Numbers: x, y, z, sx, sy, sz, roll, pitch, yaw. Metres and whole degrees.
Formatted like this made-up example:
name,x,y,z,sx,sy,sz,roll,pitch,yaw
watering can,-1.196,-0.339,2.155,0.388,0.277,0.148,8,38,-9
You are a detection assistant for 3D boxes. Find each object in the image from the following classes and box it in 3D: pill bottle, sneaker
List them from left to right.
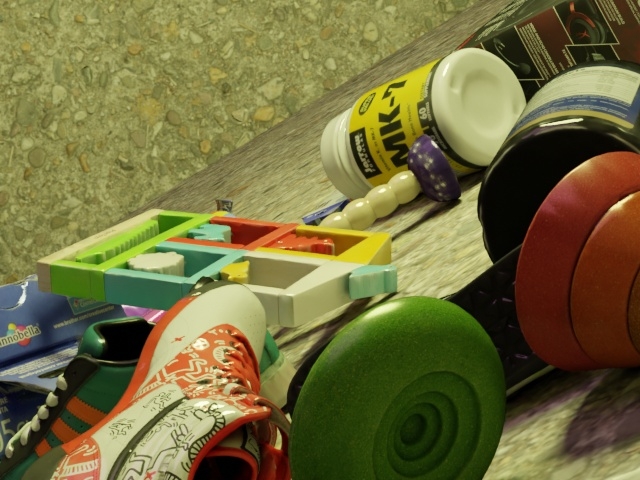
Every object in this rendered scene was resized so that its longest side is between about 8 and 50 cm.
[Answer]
name,x,y,z,sx,sy,sz,roll,pitch,yaw
sneaker,-0.164,0.125,1.269,0.302,0.121,0.108,-29,10,22
sneaker,-0.063,0.112,1.053,0.145,0.090,0.270,-6,26,33
pill bottle,0.100,-0.110,1.689,0.119,0.119,0.208,-38,11,-38
sneaker,0.094,0.067,0.970,0.235,0.084,0.097,-27,-15,20
pill bottle,0.180,-0.048,1.080,0.123,0.122,0.219,-27,9,24

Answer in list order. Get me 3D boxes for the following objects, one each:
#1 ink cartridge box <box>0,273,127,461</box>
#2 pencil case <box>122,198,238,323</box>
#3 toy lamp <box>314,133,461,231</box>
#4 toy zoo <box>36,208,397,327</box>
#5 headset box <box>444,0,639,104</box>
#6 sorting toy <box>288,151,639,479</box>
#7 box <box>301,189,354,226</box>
name,x,y,z,sx,sy,sz,roll,pitch,yaw
ink cartridge box,-0.340,0.145,1.478,0.395,0.151,0.270,-27,-5,37
pencil case,-0.154,0.058,1.683,0.236,0.104,0.104,-38,11,-30
toy lamp,0.000,0.000,1.565,0.275,0.080,0.080,-29,9,-6
toy zoo,-0.068,0.021,1.426,0.293,0.030,0.192,6,18,25
headset box,0.301,-0.230,1.709,0.293,0.110,0.218,-24,12,38
sorting toy,0.088,0.090,0.782,0.365,0.127,0.126,-34,33,-24
box,0.039,-0.049,1.852,0.081,0.028,0.136,-22,15,45
